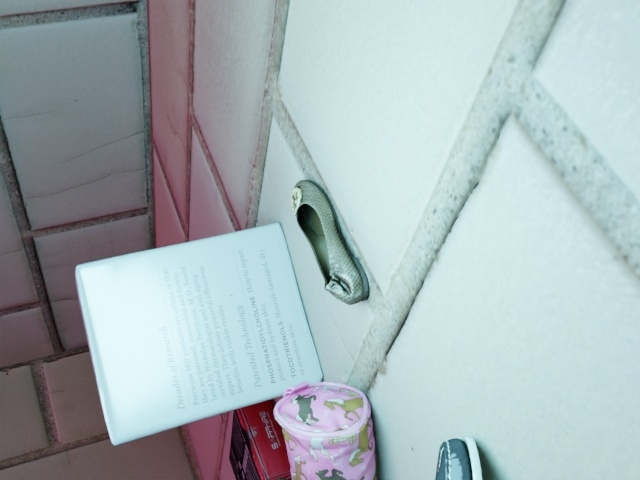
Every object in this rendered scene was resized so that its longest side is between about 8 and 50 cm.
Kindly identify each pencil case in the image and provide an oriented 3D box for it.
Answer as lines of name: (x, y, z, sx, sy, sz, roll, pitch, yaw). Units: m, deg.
pencil case: (0.018, 0.423, 1.185, 0.160, 0.167, 0.386, -67, -25, -66)

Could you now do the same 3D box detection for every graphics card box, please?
graphics card box: (-0.151, 0.563, 1.805, 0.371, 0.094, 0.233, 103, 148, -47)

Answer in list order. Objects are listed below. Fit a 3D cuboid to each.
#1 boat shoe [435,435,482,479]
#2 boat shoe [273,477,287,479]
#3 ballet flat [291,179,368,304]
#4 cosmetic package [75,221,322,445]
boat shoe: (0.126, 0.365, 0.790, 0.114, 0.091, 0.303, 88, -170, -60)
boat shoe: (-0.087, 0.681, 1.548, 0.122, 0.119, 0.324, 20, 118, 63)
ballet flat: (0.000, 0.000, 1.115, 0.084, 0.058, 0.250, 104, 147, -49)
cosmetic package: (-0.259, 0.190, 1.435, 0.329, 0.393, 0.328, 142, 114, -69)
